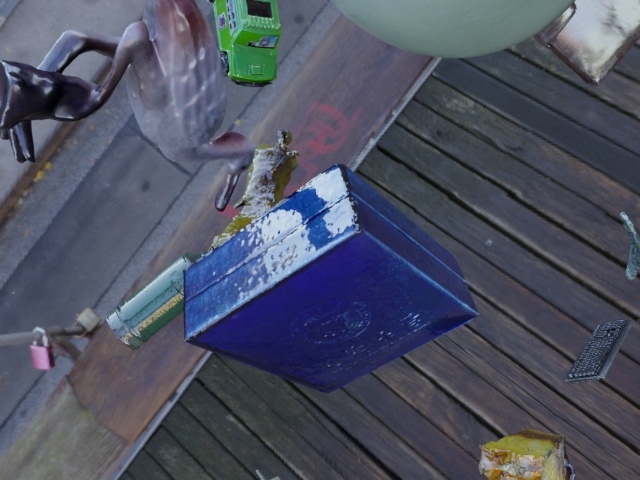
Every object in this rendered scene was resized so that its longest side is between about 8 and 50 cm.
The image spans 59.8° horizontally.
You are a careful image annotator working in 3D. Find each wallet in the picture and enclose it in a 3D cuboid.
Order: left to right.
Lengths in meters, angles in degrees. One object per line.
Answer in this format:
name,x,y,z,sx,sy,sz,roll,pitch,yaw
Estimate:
wallet,0.258,-0.271,0.582,0.124,0.230,0.042,-52,29,20

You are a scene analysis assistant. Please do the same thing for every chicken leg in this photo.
chicken leg,-0.117,-0.012,1.072,0.152,0.201,0.430,-5,67,38

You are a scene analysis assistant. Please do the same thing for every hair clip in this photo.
hair clip,0.762,0.016,1.361,0.036,0.229,0.066,-22,38,10

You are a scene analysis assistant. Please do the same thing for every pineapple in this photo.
pineapple,0.369,0.410,0.968,0.114,0.236,0.186,2,47,42

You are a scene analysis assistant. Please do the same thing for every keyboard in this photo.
keyboard,0.626,0.245,1.252,0.093,0.230,0.025,-28,95,50

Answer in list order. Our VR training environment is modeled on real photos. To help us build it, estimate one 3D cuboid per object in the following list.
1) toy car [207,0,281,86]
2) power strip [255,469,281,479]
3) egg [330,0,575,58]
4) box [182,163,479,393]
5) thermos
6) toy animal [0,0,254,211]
toy car,-0.084,-0.260,0.631,0.062,0.071,0.165,-6,92,54
power strip,-0.094,0.724,1.483,0.092,0.034,0.268,-37,87,33
egg,0.095,-0.235,0.389,0.202,0.282,0.203,6,99,43
box,0.017,0.072,0.709,0.261,0.279,0.116,-34,48,23
thermos,-0.226,0.082,0.850,0.187,0.083,0.073,-38,60,-2
toy animal,-0.139,-0.128,0.523,0.195,0.324,0.090,-43,68,17
